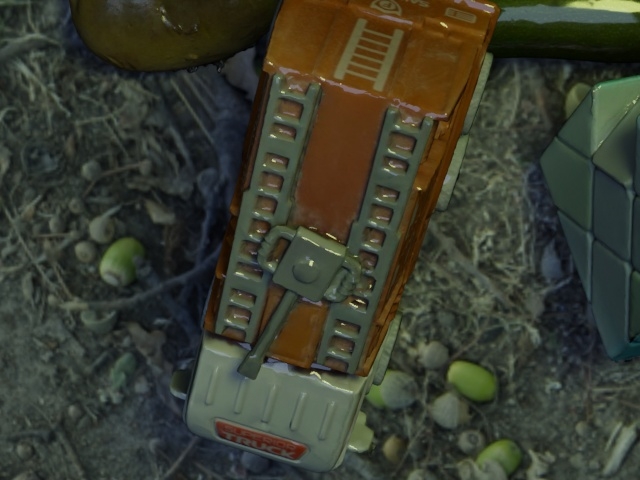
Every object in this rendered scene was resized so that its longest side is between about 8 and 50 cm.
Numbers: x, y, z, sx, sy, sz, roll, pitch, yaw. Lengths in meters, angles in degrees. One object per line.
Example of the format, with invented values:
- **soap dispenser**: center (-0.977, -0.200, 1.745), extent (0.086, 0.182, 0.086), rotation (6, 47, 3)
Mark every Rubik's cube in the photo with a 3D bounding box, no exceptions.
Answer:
- **Rubik's cube**: center (0.306, -0.025, 1.175), extent (0.213, 0.265, 0.224), rotation (-12, 73, -17)

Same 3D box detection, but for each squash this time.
- **squash**: center (0.192, -0.176, 1.216), extent (0.332, 0.087, 0.087), rotation (3, 108, 6)

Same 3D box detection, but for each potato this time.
- **potato**: center (-0.109, -0.204, 1.249), extent (0.200, 0.081, 0.164), rotation (-19, 105, 15)

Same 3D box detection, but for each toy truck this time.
- **toy truck**: center (0.000, 0.000, 1.195), extent (0.173, 0.207, 0.387), rotation (17, 125, 2)
